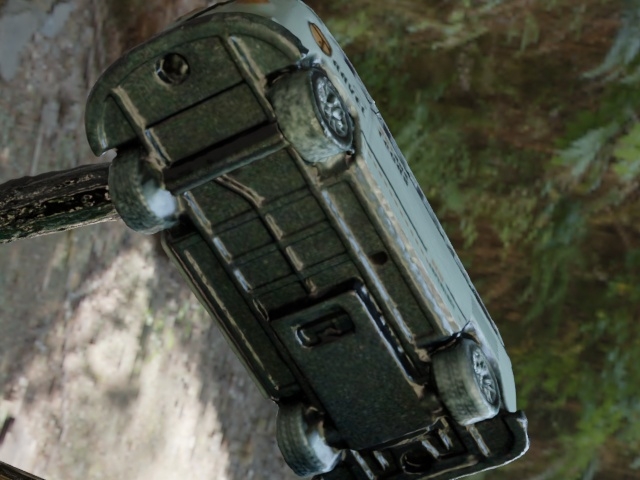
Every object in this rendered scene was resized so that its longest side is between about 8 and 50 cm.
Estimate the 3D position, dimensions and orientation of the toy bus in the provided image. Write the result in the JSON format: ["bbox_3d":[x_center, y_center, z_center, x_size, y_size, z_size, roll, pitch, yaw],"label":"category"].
[{"bbox_3d":[0.000,0.000,0.413,0.194,0.087,0.089,58,23,-22],"label":"toy bus"}]

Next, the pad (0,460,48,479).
[{"bbox_3d":[-0.121,0.109,0.396,0.063,0.375,0.315,-67,-169,-17],"label":"pad"}]

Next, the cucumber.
[{"bbox_3d":[-0.131,-0.025,0.659,0.043,0.163,0.039,-101,180,-50],"label":"cucumber"}]
